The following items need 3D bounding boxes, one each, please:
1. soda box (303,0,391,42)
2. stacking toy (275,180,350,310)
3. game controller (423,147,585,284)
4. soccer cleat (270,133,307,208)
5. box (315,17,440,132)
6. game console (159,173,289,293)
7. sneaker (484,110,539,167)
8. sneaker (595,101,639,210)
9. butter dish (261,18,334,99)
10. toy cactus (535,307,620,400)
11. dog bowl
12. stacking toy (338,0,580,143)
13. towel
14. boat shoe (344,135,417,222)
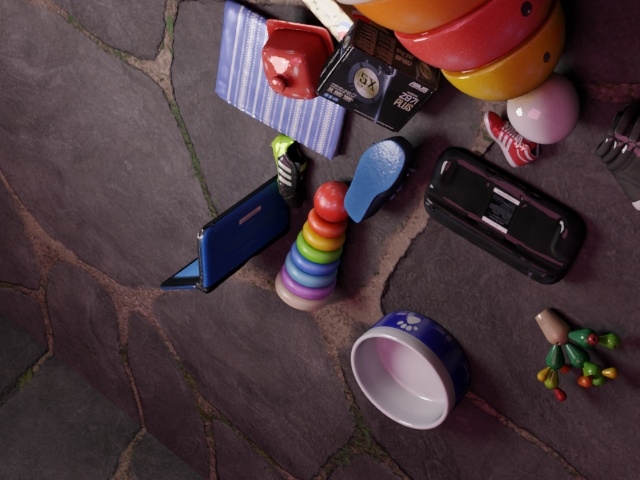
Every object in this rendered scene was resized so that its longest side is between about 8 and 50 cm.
[{"bbox_3d":[0.044,-0.423,1.751,0.181,0.058,0.061,48,141,2],"label":"soda box"},{"bbox_3d":[0.000,0.000,2.091,0.141,0.141,0.330,35,132,18],"label":"stacking toy"},{"bbox_3d":[0.342,-0.047,1.775,0.319,0.067,0.166,33,124,20],"label":"game controller"},{"bbox_3d":[-0.060,-0.149,2.070,0.072,0.060,0.179,8,123,38],"label":"soccer cleat"},{"bbox_3d":[0.106,-0.298,1.715,0.180,0.078,0.147,24,143,-16],"label":"box"},{"bbox_3d":[-0.224,-0.019,2.144,0.173,0.293,0.250,26,135,27],"label":"game console"},{"bbox_3d":[0.344,-0.187,1.662,0.118,0.042,0.067,53,146,-15],"label":"sneaker"},{"bbox_3d":[0.538,-0.167,1.439,0.147,0.104,0.296,43,145,1],"label":"sneaker"},{"bbox_3d":[-0.055,-0.331,1.816,0.159,0.118,0.160,18,141,32],"label":"butter dish"},{"bbox_3d":[0.481,0.218,1.822,0.180,0.112,0.219,52,151,13],"label":"toy cactus"},{"bbox_3d":[0.205,0.295,2.132,0.265,0.104,0.265,26,135,28],"label":"dog bowl"},{"bbox_3d":[0.273,-0.346,1.471,0.350,0.351,0.480,-9,133,47],"label":"stacking toy"},{"bbox_3d":[-0.079,-0.339,1.963,0.336,0.040,0.243,32,135,20],"label":"towel"},{"bbox_3d":[0.124,-0.136,1.886,0.109,0.089,0.258,59,148,10],"label":"boat shoe"}]
